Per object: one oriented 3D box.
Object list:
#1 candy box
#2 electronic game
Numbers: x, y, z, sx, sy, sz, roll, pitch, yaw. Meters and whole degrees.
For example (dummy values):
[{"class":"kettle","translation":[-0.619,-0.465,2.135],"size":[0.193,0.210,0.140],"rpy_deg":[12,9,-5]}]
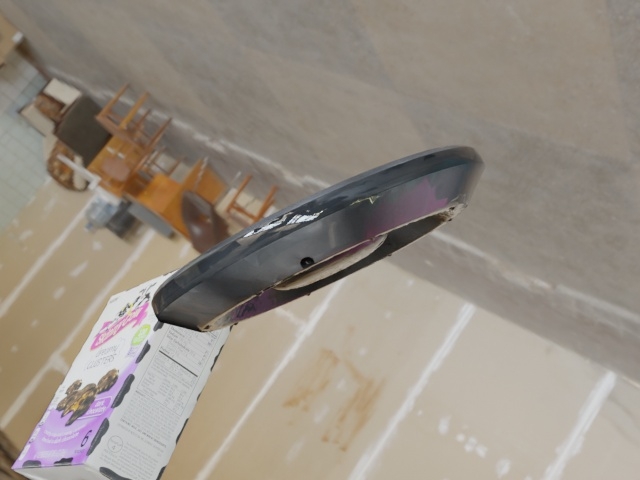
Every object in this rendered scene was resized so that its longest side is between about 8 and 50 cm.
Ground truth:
[{"class":"candy box","translation":[-0.176,0.132,0.693],"size":[0.070,0.196,0.165],"rpy_deg":[40,143,-24]},{"class":"electronic game","translation":[0.000,0.000,0.489],"size":[0.048,0.229,0.229],"rpy_deg":[64,171,8]}]
